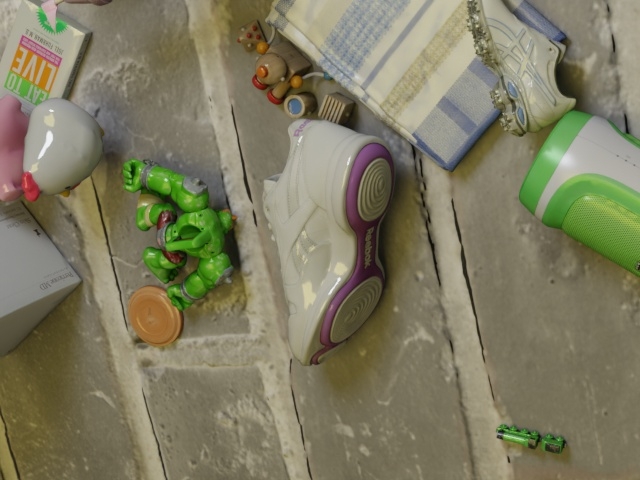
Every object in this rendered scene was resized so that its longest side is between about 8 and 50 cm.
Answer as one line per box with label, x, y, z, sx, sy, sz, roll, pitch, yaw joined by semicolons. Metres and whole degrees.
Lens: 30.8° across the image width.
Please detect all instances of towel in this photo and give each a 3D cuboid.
towel;0.096;-0.235;1.264;0.285;0.034;0.209;42;117;7

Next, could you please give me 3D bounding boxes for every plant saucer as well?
plant saucer;-0.220;0.100;1.535;0.083;0.013;0.083;8;108;24

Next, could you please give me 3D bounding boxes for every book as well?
book;-0.359;-0.228;1.497;0.096;0.035;0.144;31;116;9

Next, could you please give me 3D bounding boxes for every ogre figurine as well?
ogre figurine;-0.169;-0.006;1.432;0.118;0.097;0.197;-2;94;39

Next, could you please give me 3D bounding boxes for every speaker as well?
speaker;0.350;-0.011;1.150;0.296;0.131;0.131;32;117;15

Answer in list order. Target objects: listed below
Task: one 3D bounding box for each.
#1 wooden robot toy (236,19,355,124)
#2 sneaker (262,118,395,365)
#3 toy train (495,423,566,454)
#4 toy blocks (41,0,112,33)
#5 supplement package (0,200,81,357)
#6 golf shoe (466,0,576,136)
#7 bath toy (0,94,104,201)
wooden robot toy;-0.048;-0.184;1.324;0.173;0.079;0.076;45;119;9
sneaker;0.000;0.000;1.351;0.152;0.114;0.305;29;122;34
toy train;0.240;0.229;1.338;0.083;0.024;0.017;9;109;24
toy blocks;-0.239;-0.395;1.221;0.260;0.309;0.288;-16;97;23
supplement package;-0.486;0.089;1.521;0.204;0.262;0.145;-41;85;30
golf shoe;0.203;-0.198;1.187;0.086;0.069;0.176;-20;98;3
bath toy;-0.425;-0.109;1.493;0.348;0.129;0.151;6;151;34
